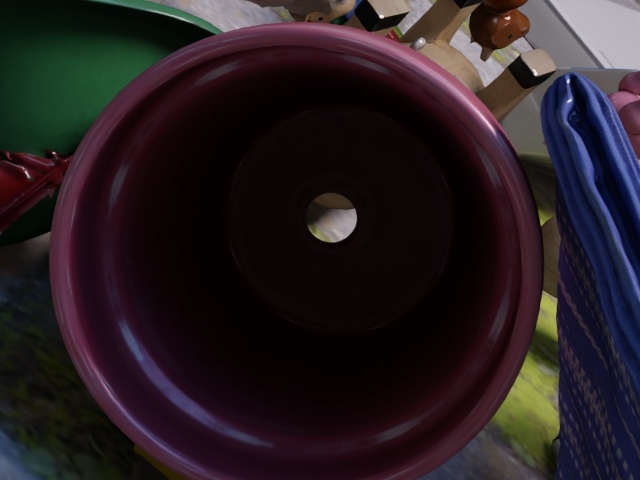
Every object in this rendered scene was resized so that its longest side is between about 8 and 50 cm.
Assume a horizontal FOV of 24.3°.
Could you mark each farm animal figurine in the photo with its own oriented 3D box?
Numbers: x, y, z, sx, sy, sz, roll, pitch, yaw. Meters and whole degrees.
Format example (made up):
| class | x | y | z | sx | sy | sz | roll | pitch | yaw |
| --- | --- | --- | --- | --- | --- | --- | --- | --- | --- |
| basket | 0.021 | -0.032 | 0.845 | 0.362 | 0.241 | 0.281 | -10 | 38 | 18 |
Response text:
| class | x | y | z | sx | sy | sz | roll | pitch | yaw |
| --- | --- | --- | --- | --- | --- | --- | --- | --- | --- |
| farm animal figurine | 0.091 | -0.071 | 0.985 | 0.327 | 0.172 | 0.330 | -1 | 57 | -41 |

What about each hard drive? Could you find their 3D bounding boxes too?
| class | x | y | z | sx | sy | sz | roll | pitch | yaw |
| --- | --- | --- | --- | --- | --- | --- | --- | --- | --- |
| hard drive | 0.355 | -0.172 | 1.592 | 0.353 | 0.047 | 0.233 | 4 | 45 | -49 |

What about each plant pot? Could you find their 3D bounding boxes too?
| class | x | y | z | sx | sy | sz | roll | pitch | yaw |
| --- | --- | --- | --- | --- | --- | --- | --- | --- | --- |
| plant pot | 0.000 | 0.000 | 0.678 | 0.201 | 0.201 | 0.180 | 42 | 12 | 1 |

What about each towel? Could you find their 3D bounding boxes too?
| class | x | y | z | sx | sy | sz | roll | pitch | yaw |
| --- | --- | --- | --- | --- | --- | --- | --- | --- | --- |
| towel | 0.129 | 0.124 | 0.621 | 0.336 | 0.040 | 0.243 | 80 | -1 | -49 |

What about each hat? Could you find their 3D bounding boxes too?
| class | x | y | z | sx | sy | sz | roll | pitch | yaw |
| --- | --- | --- | --- | --- | --- | --- | --- | --- | --- |
| hat | -0.138 | -0.005 | 0.693 | 0.209 | 0.173 | 0.183 | 4 | 75 | -21 |

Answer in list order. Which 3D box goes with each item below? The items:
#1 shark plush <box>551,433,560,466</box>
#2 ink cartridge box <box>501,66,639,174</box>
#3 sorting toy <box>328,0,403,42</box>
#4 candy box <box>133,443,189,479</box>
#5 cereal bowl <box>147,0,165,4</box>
| class | x | y | z | sx | sy | sz | roll | pitch | yaw |
| --- | --- | --- | --- | --- | --- | --- | --- | --- | --- |
| shark plush | 0.176 | 0.163 | 0.862 | 0.161 | 0.073 | 0.067 | -60 | 132 | -68 |
| ink cartridge box | 0.278 | -0.076 | 1.245 | 0.231 | 0.078 | 0.134 | 18 | -5 | -38 |
| sorting toy | 0.036 | -0.165 | 1.179 | 0.061 | 0.042 | 0.102 | 51 | 12 | -16 |
| candy box | 0.013 | 0.135 | 0.712 | 0.206 | 0.027 | 0.105 | 40 | 24 | -1 |
| cereal bowl | -0.223 | -0.216 | 0.794 | 0.339 | 0.141 | 0.339 | 31 | 29 | -19 |
